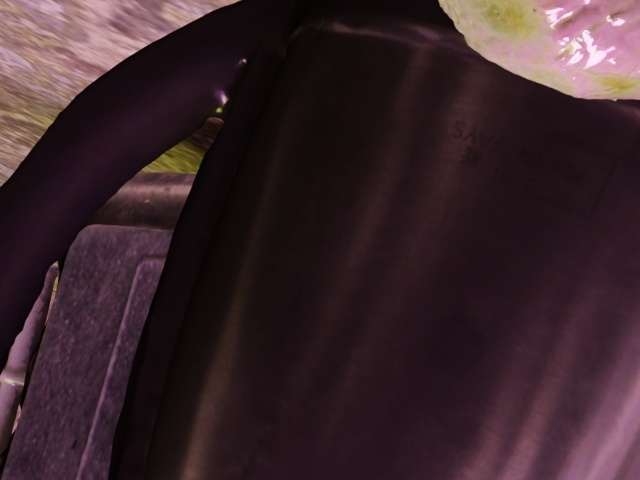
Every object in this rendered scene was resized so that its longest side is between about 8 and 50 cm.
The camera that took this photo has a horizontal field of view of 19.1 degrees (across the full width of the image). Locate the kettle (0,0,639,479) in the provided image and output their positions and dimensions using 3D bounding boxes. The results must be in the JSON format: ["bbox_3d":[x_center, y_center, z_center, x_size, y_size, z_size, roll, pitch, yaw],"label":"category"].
[{"bbox_3d":[0.020,0.060,0.551,0.251,0.271,0.207,27,171,-18],"label":"kettle"}]

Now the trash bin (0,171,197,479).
[{"bbox_3d":[0.022,0.123,1.012,0.368,0.256,0.296,23,166,-40],"label":"trash bin"}]

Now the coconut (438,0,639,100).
[{"bbox_3d":[0.055,-0.065,0.345,0.083,0.082,0.081,30,174,-35],"label":"coconut"}]
